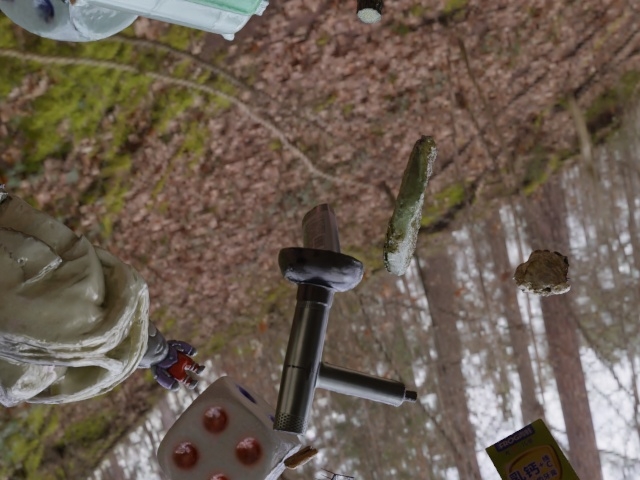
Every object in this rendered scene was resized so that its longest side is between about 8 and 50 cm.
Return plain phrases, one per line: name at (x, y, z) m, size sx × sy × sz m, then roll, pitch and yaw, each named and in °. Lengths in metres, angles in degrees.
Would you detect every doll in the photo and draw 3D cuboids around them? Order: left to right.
doll at (-0.312, 0.188, 1.665) m, size 0.075 × 0.227 × 0.102 m, roll -47°, pitch -168°, yaw 50°

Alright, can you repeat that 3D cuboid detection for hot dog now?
hot dog at (-0.041, 0.452, 1.948) m, size 0.083 × 0.021 × 0.037 m, roll -23°, pitch -153°, yaw -30°

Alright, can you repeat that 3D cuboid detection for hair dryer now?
hair dryer at (0.035, 0.188, 1.702) m, size 0.155 × 0.321 × 0.284 m, roll -3°, pitch 170°, yaw 43°

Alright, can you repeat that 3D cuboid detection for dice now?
dice at (-0.511, -0.584, 1.929) m, size 0.262 × 0.265 × 0.268 m, roll 29°, pitch -137°, yaw 20°
dice at (-0.215, 0.493, 2.224) m, size 0.259 × 0.251 × 0.243 m, roll -50°, pitch 170°, yaw 2°

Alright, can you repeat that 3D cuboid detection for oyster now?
oyster at (0.558, 0.076, 2.348) m, size 0.163 × 0.081 × 0.191 m, roll -36°, pitch -144°, yaw -19°

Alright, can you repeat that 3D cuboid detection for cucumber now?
cucumber at (0.115, -0.641, 2.173) m, size 0.067 × 0.294 × 0.067 m, roll 1°, pitch 161°, yaw 0°

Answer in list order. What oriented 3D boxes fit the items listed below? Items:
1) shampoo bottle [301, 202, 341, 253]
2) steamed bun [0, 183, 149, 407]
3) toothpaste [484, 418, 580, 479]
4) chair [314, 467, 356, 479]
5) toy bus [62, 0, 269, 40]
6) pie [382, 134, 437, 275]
shampoo bottle at (0.000, 0.000, 2.069) m, size 0.086 × 0.056 × 0.227 m, roll -35°, pitch -155°, yaw 15°
steamed bun at (-0.434, 0.121, 1.341) m, size 0.346 × 0.394 × 0.238 m, roll -1°, pitch -129°, yaw 24°
toothpaste at (0.374, 0.432, 1.457) m, size 0.110 × 0.077 × 0.327 m, roll -30°, pitch -140°, yaw 4°
chair at (0.032, 0.538, 2.093) m, size 0.086 × 0.037 × 0.042 m, roll 12°, pitch -138°, yaw 16°
toy bus at (-0.179, -0.302, 0.938) m, size 0.276 × 0.165 × 0.134 m, roll -1°, pitch 136°, yaw -49°
pie at (0.227, -0.087, 2.402) m, size 0.078 × 0.371 × 0.296 m, roll 14°, pitch -173°, yaw 6°
